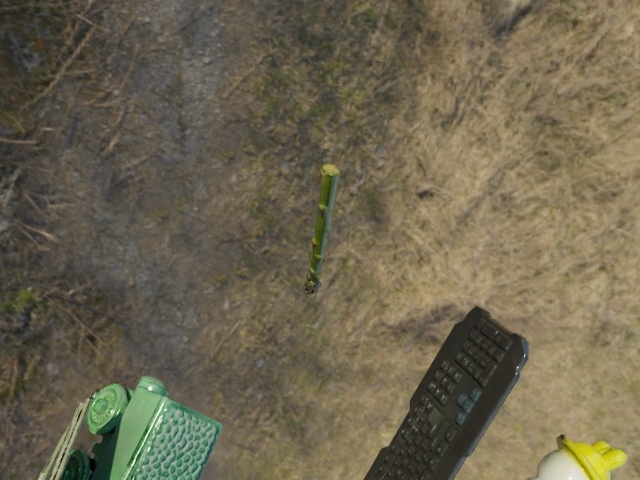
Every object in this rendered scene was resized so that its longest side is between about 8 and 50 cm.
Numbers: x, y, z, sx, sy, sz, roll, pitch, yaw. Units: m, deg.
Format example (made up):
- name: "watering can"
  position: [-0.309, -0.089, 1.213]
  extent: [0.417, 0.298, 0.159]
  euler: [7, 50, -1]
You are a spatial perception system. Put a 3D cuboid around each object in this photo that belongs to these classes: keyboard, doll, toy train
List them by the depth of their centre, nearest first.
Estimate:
- name: "keyboard"
  position: [0.085, 0.180, 0.605]
  extent: [0.016, 0.106, 0.262]
  euler: [28, 96, -19]
- name: "doll"
  position: [0.264, 0.322, 0.868]
  extent: [0.241, 0.099, 0.135]
  euler: [-37, 147, -4]
- name: "toy train"
  position: [-0.297, 0.347, 1.120]
  extent: [0.145, 0.201, 0.266]
  euler: [40, 68, -41]

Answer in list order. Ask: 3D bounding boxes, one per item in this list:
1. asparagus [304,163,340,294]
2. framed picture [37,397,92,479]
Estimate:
- name: "asparagus"
  position: [0.000, 0.000, 0.831]
  extent: [0.025, 0.024, 0.248]
  euler: [-43, 158, -30]
- name: "framed picture"
  position: [-0.383, 0.370, 0.953]
  extent: [0.017, 0.274, 0.217]
  euler: [25, 123, -15]
